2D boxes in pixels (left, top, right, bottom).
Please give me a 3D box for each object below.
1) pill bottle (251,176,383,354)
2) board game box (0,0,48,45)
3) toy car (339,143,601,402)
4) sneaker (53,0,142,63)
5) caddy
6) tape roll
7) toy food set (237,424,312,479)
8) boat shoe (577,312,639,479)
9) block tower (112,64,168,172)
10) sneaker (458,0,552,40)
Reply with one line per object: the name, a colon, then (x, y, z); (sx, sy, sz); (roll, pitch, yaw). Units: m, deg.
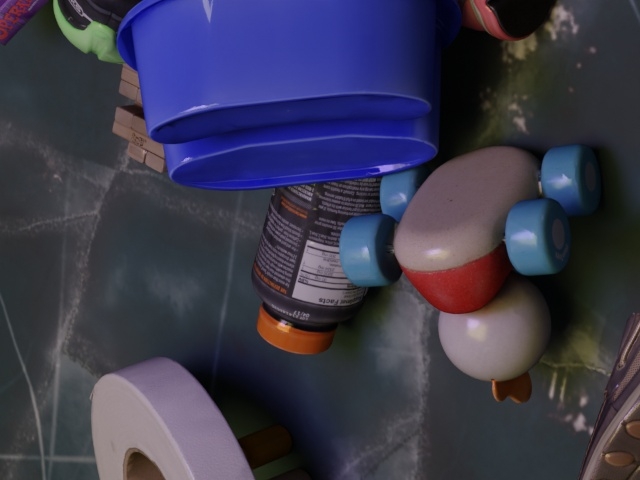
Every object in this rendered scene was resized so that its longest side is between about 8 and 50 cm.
pill bottle: (0.000, 0.000, 2.008); (0.130, 0.130, 0.245); (32, 119, 31)
board game box: (-0.293, -0.402, 2.159); (0.347, 0.056, 0.208); (-37, 49, 39)
toy car: (0.173, 0.047, 1.856); (0.219, 0.210, 0.238); (-5, 118, 29)
sneaker: (-0.129, -0.412, 1.895); (0.202, 0.185, 0.482); (160, 126, -77)
caddy: (-0.029, -0.175, 1.819); (0.341, 0.241, 0.179); (-6, 69, 4)
tape roll: (-0.158, 0.325, 2.160); (0.392, 0.072, 0.392); (47, 147, 44)
toy food set: (-0.076, 0.343, 2.169); (0.111, 0.104, 0.232); (30, 118, 32)
boat shoe: (0.345, 0.124, 1.748); (0.132, 0.130, 0.355); (23, 111, -14)
block tower: (-0.155, -0.251, 2.109); (0.091, 0.097, 0.335); (27, 115, 33)
sneaker: (0.120, -0.340, 1.806); (0.136, 0.116, 0.313); (11, 125, 49)
